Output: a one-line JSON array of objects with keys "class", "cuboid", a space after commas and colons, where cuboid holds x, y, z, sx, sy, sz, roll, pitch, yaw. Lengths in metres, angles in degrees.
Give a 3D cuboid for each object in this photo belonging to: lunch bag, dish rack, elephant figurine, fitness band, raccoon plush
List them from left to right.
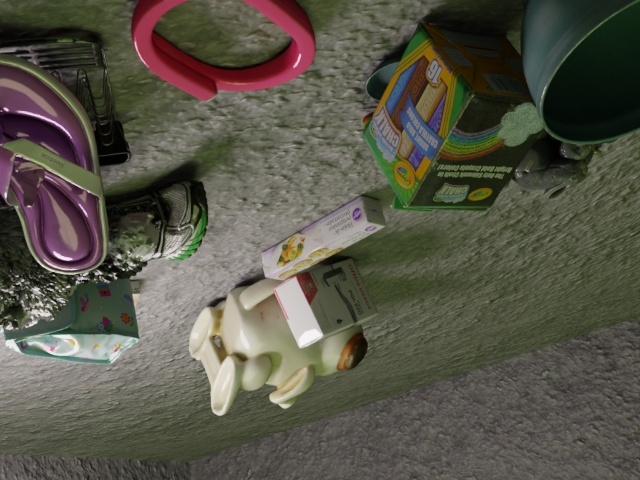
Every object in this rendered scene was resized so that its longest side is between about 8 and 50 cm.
[{"class": "raccoon plush", "cuboid": [-0.532, -0.021, 1.493, 0.446, 0.216, 0.299, -29, 147, 26]}, {"class": "dish rack", "cuboid": [-0.393, -0.194, 1.286, 0.208, 0.074, 0.271, -8, 157, -10]}, {"class": "lunch bag", "cuboid": [-0.515, 0.118, 1.776, 0.262, 0.224, 0.160, 12, 142, -41]}, {"class": "fitness band", "cuboid": [-0.132, -0.281, 1.231, 0.208, 0.054, 0.290, -23, 156, 25]}, {"class": "elephant figurine", "cuboid": [0.459, -0.159, 1.705, 0.185, 0.170, 0.239, 11, -176, 24]}]

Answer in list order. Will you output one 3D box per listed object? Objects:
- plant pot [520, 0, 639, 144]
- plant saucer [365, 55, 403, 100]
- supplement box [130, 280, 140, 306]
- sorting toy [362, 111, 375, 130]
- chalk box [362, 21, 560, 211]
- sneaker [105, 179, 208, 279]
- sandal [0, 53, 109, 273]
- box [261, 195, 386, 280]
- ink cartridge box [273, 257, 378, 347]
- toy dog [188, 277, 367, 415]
[{"class": "plant pot", "cuboid": [0.396, -0.303, 1.217, 0.292, 0.196, 0.293, -16, 150, -9]}, {"class": "plant saucer", "cuboid": [0.129, -0.266, 1.435, 0.119, 0.021, 0.119, -10, 157, -4]}, {"class": "supplement box", "cuboid": [-0.459, 0.129, 2.074, 0.062, 0.036, 0.098, -3, 156, -21]}, {"class": "sorting toy", "cuboid": [0.206, -0.211, 1.570, 0.274, 0.046, 0.132, 11, 149, -42]}, {"class": "chalk box", "cuboid": [0.198, -0.165, 1.400, 0.180, 0.179, 0.289, 1, 136, -31]}, {"class": "sneaker", "cuboid": [-0.341, -0.017, 1.654, 0.343, 0.134, 0.146, -26, 153, 33]}, {"class": "sandal", "cuboid": [-0.387, -0.083, 1.261, 0.169, 0.102, 0.416, -16, 138, -2]}, {"class": "box", "cuboid": [0.000, 0.000, 1.953, 0.324, 0.063, 0.067, -29, 153, 36]}, {"class": "ink cartridge box", "cuboid": [0.016, 0.145, 2.109, 0.092, 0.159, 0.217, -32, 169, 39]}, {"class": "toy dog", "cuboid": [-0.085, 0.243, 2.297, 0.407, 0.284, 0.396, 6, 116, -33]}]
